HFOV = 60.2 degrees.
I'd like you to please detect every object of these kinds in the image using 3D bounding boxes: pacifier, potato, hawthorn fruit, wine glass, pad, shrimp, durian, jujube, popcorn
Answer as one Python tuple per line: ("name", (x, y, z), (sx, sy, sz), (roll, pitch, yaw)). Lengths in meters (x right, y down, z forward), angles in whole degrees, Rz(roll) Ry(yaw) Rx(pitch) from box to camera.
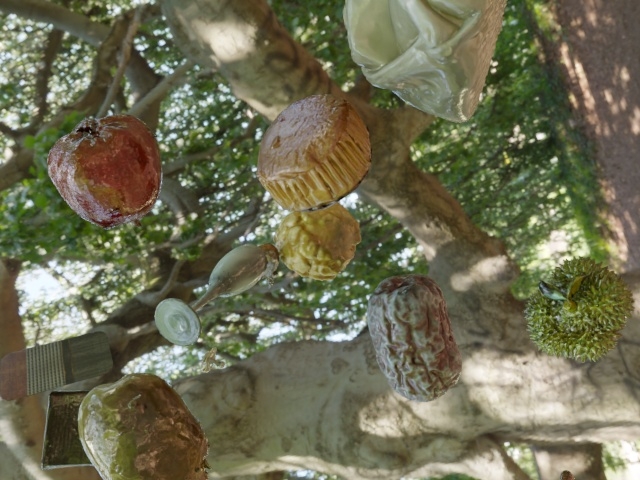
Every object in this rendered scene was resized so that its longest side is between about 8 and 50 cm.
("pacifier", (-0.302, 0.345, 1.559), (0.068, 0.064, 0.083), (-54, -20, -53))
("potato", (-0.319, 0.381, 1.033), (0.192, 0.141, 0.296), (-37, -94, -28))
("hawthorn fruit", (-0.353, -0.106, 0.945), (0.185, 0.185, 0.202), (-79, -21, -57))
("wine glass", (-0.238, 0.166, 1.171), (0.096, 0.264, 0.309), (27, -153, 8))
("pad", (-0.678, 0.239, 1.396), (0.055, 0.250, 0.323), (104, 145, -50))
("shrimp", (-0.173, 0.071, 1.519), (0.262, 0.117, 0.066), (101, 156, -61))
("durian", (0.417, 0.107, 0.876), (0.146, 0.159, 0.198), (40, 152, 22))
("jujube", (0.230, 0.237, 1.369), (0.226, 0.226, 0.316), (-65, -40, -65))
("popcorn", (0.000, 0.000, 1.548), (0.250, 0.190, 0.250), (-2, -86, -33))

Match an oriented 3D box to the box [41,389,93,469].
("box", (-0.576, 0.482, 1.404), (0.273, 0.143, 0.184), (97, 170, -70))

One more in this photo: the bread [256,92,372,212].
("bread", (-0.016, -0.146, 0.883), (0.104, 0.199, 0.199), (49, -153, -39))

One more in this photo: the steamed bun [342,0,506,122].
("steamed bun", (0.162, -0.380, 0.867), (0.367, 0.255, 0.342), (71, -142, -62))

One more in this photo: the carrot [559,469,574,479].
("carrot", (0.604, 0.615, 1.361), (0.165, 0.036, 0.035), (-14, -96, -61))

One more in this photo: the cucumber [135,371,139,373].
("cucumber", (-0.488, 0.415, 1.571), (0.105, 0.048, 0.048), (23, -155, 1))
